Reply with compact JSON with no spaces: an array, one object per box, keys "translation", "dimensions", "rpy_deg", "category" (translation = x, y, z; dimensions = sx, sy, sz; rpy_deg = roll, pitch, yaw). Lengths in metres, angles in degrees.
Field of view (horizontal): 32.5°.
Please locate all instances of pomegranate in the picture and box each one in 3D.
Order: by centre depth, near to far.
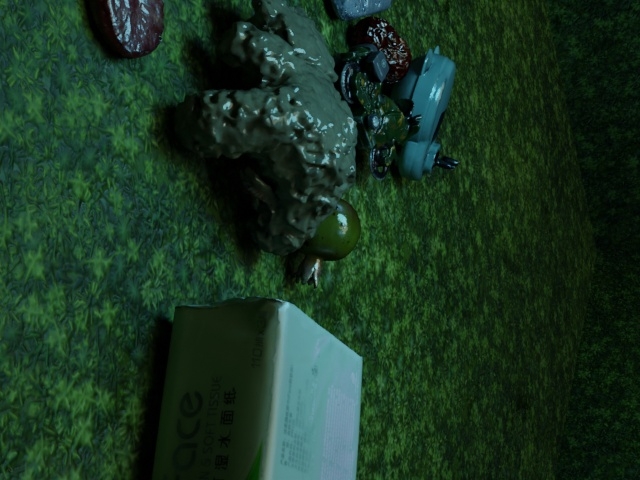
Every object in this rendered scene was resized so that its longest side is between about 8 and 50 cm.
[{"translation":[0.006,-0.001,1.879],"dimensions":[0.129,0.129,0.159],"rpy_deg":[-29,120,-63],"category":"pomegranate"}]

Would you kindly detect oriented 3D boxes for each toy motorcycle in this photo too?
[{"translation":[0.109,-0.267,2.151],"dimensions":[0.187,0.124,0.275],"rpy_deg":[-58,138,-38],"category":"toy motorcycle"}]

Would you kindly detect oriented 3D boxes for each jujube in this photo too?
[{"translation":[0.125,-0.393,2.225],"dimensions":[0.166,0.104,0.104],"rpy_deg":[54,40,-49],"category":"jujube"}]

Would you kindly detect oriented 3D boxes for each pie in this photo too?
[{"translation":[-0.256,-0.312,1.460],"dimensions":[0.154,0.036,0.155],"rpy_deg":[-4,90,-65],"category":"pie"}]

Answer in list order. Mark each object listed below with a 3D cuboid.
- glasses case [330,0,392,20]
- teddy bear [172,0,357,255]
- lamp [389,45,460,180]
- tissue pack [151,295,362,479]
[{"translation":[0.084,-0.504,2.191],"dimensions":[0.282,0.067,0.109],"rpy_deg":[-35,120,-60],"category":"glasses case"},{"translation":[-0.065,-0.213,1.724],"dimensions":[0.357,0.224,0.368],"rpy_deg":[54,24,-46],"category":"teddy bear"},{"translation":[0.219,-0.270,2.348],"dimensions":[0.209,0.147,0.284],"rpy_deg":[-40,128,-70],"category":"lamp"},{"translation":[-0.086,0.320,1.533],"dimensions":[0.332,0.205,0.405],"rpy_deg":[41,51,-57],"category":"tissue pack"}]
